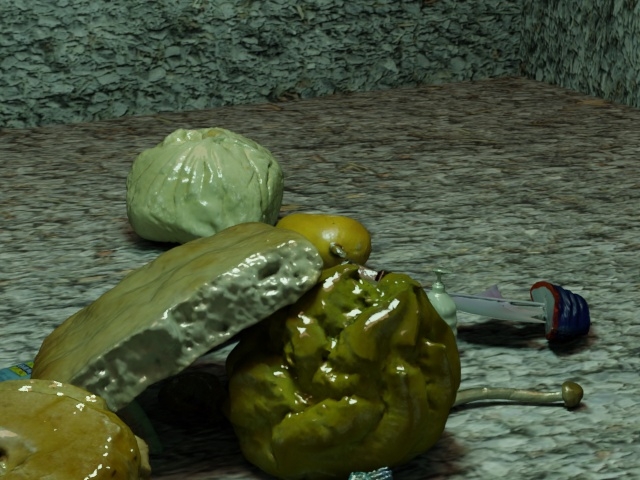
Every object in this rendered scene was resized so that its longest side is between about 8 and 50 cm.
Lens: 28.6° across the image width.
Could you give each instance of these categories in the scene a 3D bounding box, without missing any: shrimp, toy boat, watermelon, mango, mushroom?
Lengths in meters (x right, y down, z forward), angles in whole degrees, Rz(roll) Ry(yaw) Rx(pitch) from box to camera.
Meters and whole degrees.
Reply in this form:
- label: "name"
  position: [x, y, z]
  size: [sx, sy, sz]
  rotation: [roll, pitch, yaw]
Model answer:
- label: "shrimp"
  position: [-0.179, 0.235, 1.853]
  size: [0.099, 0.041, 0.180]
  rotation: [-10, 21, -25]
- label: "toy boat"
  position: [0.315, 0.113, 2.106]
  size: [0.318, 0.071, 0.219]
  rotation: [3, 16, -25]
- label: "watermelon"
  position: [-0.293, 0.249, 1.770]
  size: [0.080, 0.101, 0.155]
  rotation: [-20, 15, -21]
- label: "mango"
  position: [0.000, 0.000, 2.435]
  size: [0.177, 0.119, 0.317]
  rotation: [1, 10, -22]
- label: "mushroom"
  position: [0.239, 0.239, 1.850]
  size: [0.306, 0.043, 0.068]
  rotation: [-6, -1, -11]

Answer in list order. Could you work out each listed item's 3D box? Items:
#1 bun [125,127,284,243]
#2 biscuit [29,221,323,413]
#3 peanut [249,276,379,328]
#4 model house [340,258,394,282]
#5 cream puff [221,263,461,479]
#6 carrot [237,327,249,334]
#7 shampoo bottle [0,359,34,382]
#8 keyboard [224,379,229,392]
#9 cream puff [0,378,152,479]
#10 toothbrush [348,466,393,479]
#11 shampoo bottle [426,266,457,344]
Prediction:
- label: "bun"
  position: [-0.239, -0.121, 2.645]
  size: [0.353, 0.227, 0.349]
  rotation: [-6, 17, -22]
- label: "biscuit"
  position: [-0.219, 0.089, 1.782]
  size: [0.429, 0.104, 0.446]
  rotation: [-32, 15, -5]
- label: "peanut"
  position: [0.031, 0.134, 1.952]
  size: [0.291, 0.143, 0.159]
  rotation: [5, 58, -4]
- label: "model house"
  position: [0.085, 0.113, 2.163]
  size: [0.152, 0.106, 0.165]
  rotation: [18, 59, 17]
- label: "cream puff"
  position: [0.021, 0.161, 1.711]
  size: [0.324, 0.257, 0.291]
  rotation: [19, 28, 36]
- label: "carrot"
  position: [-0.162, 0.128, 2.121]
  size: [0.082, 0.082, 0.173]
  rotation: [16, 27, 40]
- label: "shampoo bottle"
  position: [-0.450, 0.222, 1.865]
  size: [0.258, 0.061, 0.104]
  rotation: [-15, 25, -38]
- label: "keyboard"
  position: [-0.075, 0.196, 2.009]
  size: [0.106, 0.016, 0.262]
  rotation: [4, 19, 12]
- label: "cream puff"
  position: [-0.332, 0.309, 1.329]
  size: [0.327, 0.231, 0.343]
  rotation: [-9, 26, -10]
- label: "toothbrush"
  position: [-0.109, 0.337, 1.560]
  size: [0.418, 0.040, 0.042]
  rotation: [-8, 43, -12]
- label: "shampoo bottle"
  position: [0.189, 0.115, 2.036]
  size: [0.045, 0.151, 0.077]
  rotation: [-18, 24, -40]
